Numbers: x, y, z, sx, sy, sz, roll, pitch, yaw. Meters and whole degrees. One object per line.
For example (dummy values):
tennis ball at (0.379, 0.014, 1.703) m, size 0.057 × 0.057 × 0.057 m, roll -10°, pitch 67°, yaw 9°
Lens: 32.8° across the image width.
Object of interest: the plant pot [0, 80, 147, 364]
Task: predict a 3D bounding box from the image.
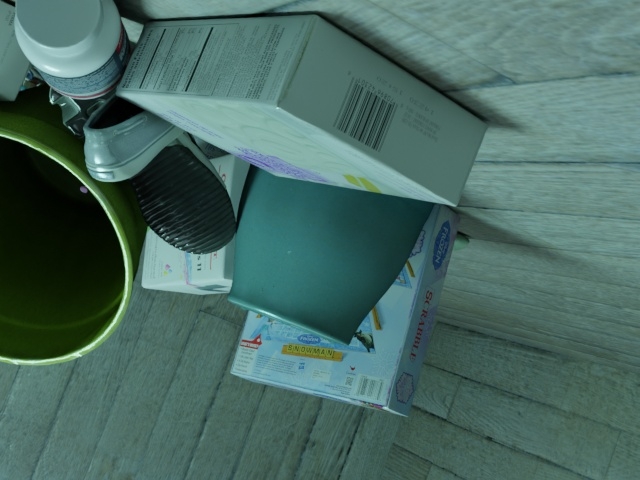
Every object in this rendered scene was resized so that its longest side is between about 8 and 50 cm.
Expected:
plant pot at (-0.394, -0.073, 1.580) m, size 0.366 × 0.367 × 0.353 m, roll 21°, pitch -148°, yaw -2°

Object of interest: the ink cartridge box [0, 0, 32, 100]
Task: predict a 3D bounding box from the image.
ink cartridge box at (-0.522, -0.285, 1.396) m, size 0.283 × 0.117 × 0.207 m, roll 24°, pitch 173°, yaw -31°

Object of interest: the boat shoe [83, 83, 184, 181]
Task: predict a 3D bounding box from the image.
boat shoe at (-0.199, -0.158, 1.255) m, size 0.079 × 0.227 × 0.081 m, roll 10°, pitch 130°, yaw 19°

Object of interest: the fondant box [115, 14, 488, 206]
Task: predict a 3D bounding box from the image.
fondant box at (-0.028, -0.136, 1.123) m, size 0.238 × 0.096 × 0.330 m, roll 25°, pitch 174°, yaw -36°

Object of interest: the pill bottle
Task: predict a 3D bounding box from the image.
pill bottle at (-0.258, -0.216, 1.131) m, size 0.107 × 0.108 × 0.180 m, roll 21°, pitch 175°, yaw -3°

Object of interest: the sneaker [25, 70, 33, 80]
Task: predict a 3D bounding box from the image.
sneaker at (-0.542, -0.284, 1.801) m, size 0.135 × 0.058 × 0.052 m, roll 20°, pitch 175°, yaw 2°

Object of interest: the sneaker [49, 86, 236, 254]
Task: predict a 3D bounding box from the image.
sneaker at (-0.216, -0.129, 1.440) m, size 0.331 × 0.122 × 0.146 m, roll 56°, pitch -164°, yaw -30°

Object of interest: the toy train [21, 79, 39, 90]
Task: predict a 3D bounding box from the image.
toy train at (-0.475, -0.255, 1.927) m, size 0.166 × 0.046 × 0.125 m, roll 20°, pitch 172°, yaw -17°

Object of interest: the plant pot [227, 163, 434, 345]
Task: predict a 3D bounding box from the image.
plant pot at (0.000, 0.000, 1.506) m, size 0.271 × 0.255 × 0.271 m, roll 20°, pitch 175°, yaw 2°

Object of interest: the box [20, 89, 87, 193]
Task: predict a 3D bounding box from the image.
box at (-0.429, -0.149, 1.909) m, size 0.213 × 0.117 × 0.243 m, roll 21°, pitch 174°, yaw 4°

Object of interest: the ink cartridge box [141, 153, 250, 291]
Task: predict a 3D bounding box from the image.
ink cartridge box at (-0.152, -0.024, 1.756) m, size 0.119 × 0.207 × 0.353 m, roll 10°, pitch 169°, yaw -35°

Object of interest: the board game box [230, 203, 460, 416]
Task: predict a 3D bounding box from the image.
board game box at (0.035, 0.089, 1.703) m, size 0.318 × 0.318 × 0.066 m, roll 7°, pitch 165°, yaw 39°

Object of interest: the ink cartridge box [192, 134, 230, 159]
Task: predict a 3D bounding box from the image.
ink cartridge box at (-0.243, -0.167, 1.889) m, size 0.207 × 0.046 × 0.097 m, roll 20°, pitch 174°, yaw 13°

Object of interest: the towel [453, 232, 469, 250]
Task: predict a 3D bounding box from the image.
towel at (0.072, -0.049, 1.909) m, size 0.324 × 0.038 × 0.248 m, roll 22°, pitch 174°, yaw -13°
